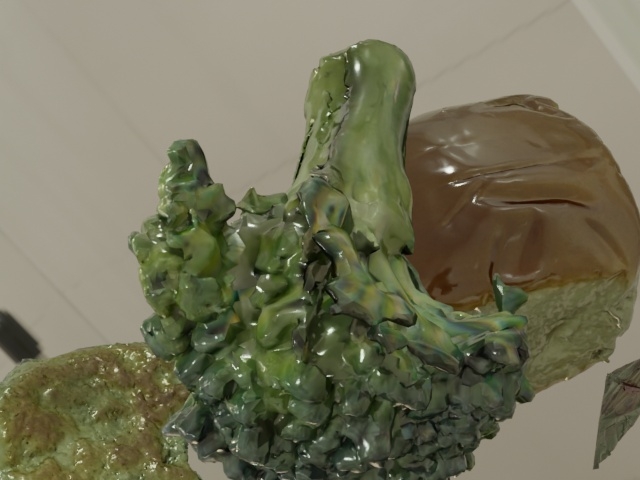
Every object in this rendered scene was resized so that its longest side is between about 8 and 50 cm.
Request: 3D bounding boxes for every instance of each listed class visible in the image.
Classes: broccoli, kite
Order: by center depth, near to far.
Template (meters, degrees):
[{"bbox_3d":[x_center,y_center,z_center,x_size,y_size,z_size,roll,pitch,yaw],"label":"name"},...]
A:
[{"bbox_3d":[-0.015,0.001,0.640,0.177,0.199,0.274,-45,48,44],"label":"broccoli"},{"bbox_3d":[0.388,0.179,1.442,0.229,0.250,0.012,-51,50,10],"label":"kite"}]

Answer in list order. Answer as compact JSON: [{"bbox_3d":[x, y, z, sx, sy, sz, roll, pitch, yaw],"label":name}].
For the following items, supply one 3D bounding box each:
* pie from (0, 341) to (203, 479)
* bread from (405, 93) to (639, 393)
[{"bbox_3d":[-0.237,0.253,1.403,0.078,0.297,0.371,-60,30,37],"label":"pie"},{"bbox_3d":[0.138,0.009,1.144,0.279,0.225,0.250,-17,48,-2],"label":"bread"}]
